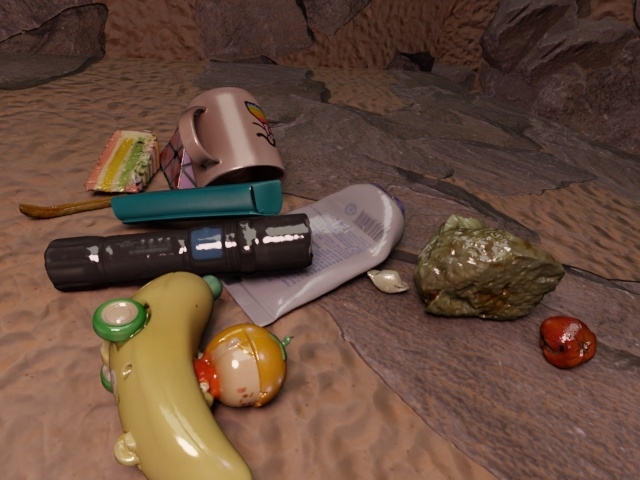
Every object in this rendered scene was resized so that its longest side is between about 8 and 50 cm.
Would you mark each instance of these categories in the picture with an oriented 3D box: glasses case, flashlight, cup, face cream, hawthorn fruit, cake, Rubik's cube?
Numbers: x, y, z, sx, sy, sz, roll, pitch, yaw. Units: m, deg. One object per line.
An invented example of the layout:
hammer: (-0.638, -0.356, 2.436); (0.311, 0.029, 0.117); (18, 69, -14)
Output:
glasses case: (-0.229, -0.066, 0.811); (0.301, 0.070, 0.117); (0, 11, 22)
flashlight: (-0.223, 0.022, 0.718); (0.424, 0.103, 0.103); (-6, 35, -6)
cup: (-0.207, -0.209, 0.929); (0.253, 0.192, 0.200); (9, 60, -65)
face cream: (0.000, 0.000, 0.855); (0.420, 0.137, 0.235); (-23, 49, -30)
hawthorn fruit: (0.406, 0.167, 0.731); (0.093, 0.093, 0.093); (7, 33, -5)
cake: (-0.448, -0.161, 1.012); (0.110, 0.090, 0.225); (6, 44, -8)
Rubik's cube: (-0.286, -0.167, 1.085); (0.178, 0.211, 0.190); (13, 60, -36)

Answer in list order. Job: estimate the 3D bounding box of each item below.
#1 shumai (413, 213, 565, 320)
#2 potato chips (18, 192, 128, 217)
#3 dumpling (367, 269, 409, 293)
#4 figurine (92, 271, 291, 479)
shumai: (0.288, 0.030, 0.809); (0.256, 0.189, 0.218); (8, 34, -13)
potato chips: (-0.491, -0.071, 0.886); (0.204, 0.037, 0.026); (-14, 49, -41)
dumpling: (0.130, 0.074, 0.830); (0.077, 0.043, 0.059); (-2, 15, 12)
figurine: (-0.148, 0.163, 0.545); (0.222, 0.124, 0.324); (-7, 39, -31)
